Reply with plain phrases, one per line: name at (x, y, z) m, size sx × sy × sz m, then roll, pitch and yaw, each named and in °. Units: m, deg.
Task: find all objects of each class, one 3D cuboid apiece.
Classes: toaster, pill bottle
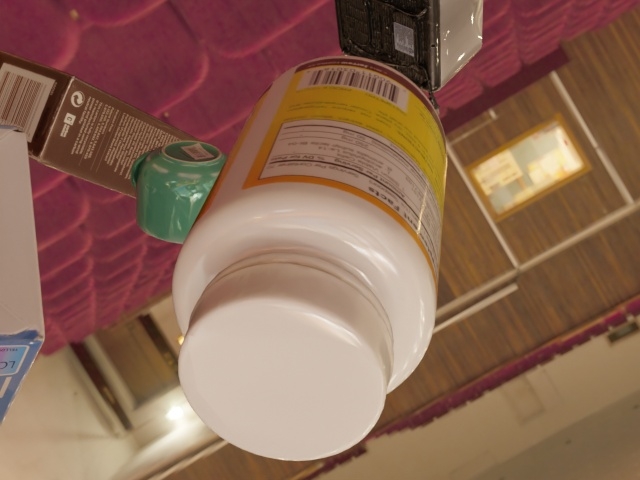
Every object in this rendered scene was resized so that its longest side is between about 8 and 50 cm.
toaster at (0.107, -0.283, 1.147) m, size 0.110 × 0.168 × 0.186 m, roll -41°, pitch 145°, yaw -26°
pill bottle at (0.000, 0.000, 0.449) m, size 0.117 × 0.117 × 0.215 m, roll -30°, pitch -157°, yaw 25°

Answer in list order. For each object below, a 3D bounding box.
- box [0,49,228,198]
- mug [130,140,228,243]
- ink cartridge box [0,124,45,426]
box at (-0.346, -0.159, 1.496) m, size 0.381 × 0.191 × 0.143 m, roll 21°, pitch 91°, yaw -56°
mug at (-0.177, -0.070, 1.160) m, size 0.157 × 0.097 × 0.129 m, roll 11°, pitch -153°, yaw 5°
ink cartridge box at (-0.433, 0.094, 1.026) m, size 0.151 × 0.270 × 0.395 m, roll 4°, pitch 143°, yaw -29°
